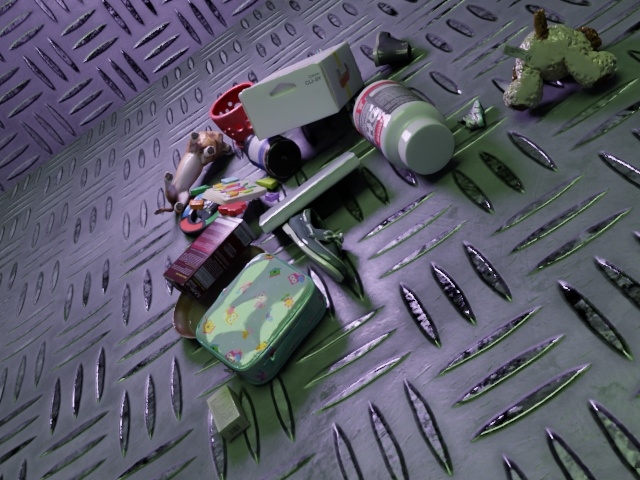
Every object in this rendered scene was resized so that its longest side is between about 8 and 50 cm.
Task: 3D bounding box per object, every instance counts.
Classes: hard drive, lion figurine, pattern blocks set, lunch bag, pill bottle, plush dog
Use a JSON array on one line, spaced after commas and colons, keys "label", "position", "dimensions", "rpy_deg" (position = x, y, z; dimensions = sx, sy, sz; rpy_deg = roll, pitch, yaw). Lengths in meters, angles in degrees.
[{"label": "hard drive", "position": [-0.033, -0.133, 1.868], "dimensions": [0.307, 0.040, 0.203], "rpy_deg": [-37, 9, 2]}, {"label": "lion figurine", "position": [-0.450, -0.229, 2.355], "dimensions": [0.392, 0.142, 0.240], "rpy_deg": [-55, 6, -13]}, {"label": "pattern blocks set", "position": [-0.256, -0.142, 2.044], "dimensions": [0.285, 0.026, 0.324], "rpy_deg": [-24, 26, -38]}, {"label": "lunch bag", "position": [-0.131, 0.182, 1.558], "dimensions": [0.224, 0.108, 0.279], "rpy_deg": [28, 72, 36]}, {"label": "pill bottle", "position": [-0.158, -0.277, 2.152], "dimensions": [0.123, 0.123, 0.219], "rpy_deg": [-44, 33, -9]}, {"label": "pill bottle", "position": [0.215, -0.287, 1.758], "dimensions": [0.176, 0.176, 0.318], "rpy_deg": [-36, 33, 2]}, {"label": "plush dog", "position": [0.553, -0.450, 1.654], "dimensions": [0.262, 0.211, 0.225], "rpy_deg": [-19, 11, 24]}]

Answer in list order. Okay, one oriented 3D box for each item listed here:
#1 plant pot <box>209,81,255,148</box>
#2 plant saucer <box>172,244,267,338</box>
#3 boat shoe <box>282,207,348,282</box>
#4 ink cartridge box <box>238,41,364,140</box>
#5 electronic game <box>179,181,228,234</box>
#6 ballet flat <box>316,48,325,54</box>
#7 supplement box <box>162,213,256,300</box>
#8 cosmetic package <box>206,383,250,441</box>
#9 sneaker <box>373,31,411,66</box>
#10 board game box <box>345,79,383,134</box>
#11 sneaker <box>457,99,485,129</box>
[{"label": "plant pot", "position": [-0.261, -0.425, 2.384], "dimensions": [0.191, 0.174, 0.191], "rpy_deg": [-26, 34, 19]}, {"label": "plant saucer", "position": [-0.250, 0.141, 1.796], "dimensions": [0.310, 0.050, 0.311], "rpy_deg": [-25, 36, 20]}, {"label": "boat shoe", "position": [0.000, 0.000, 1.670], "dimensions": [0.099, 0.116, 0.319], "rpy_deg": [-44, 28, -2]}, {"label": "ink cartridge box", "position": [-0.049, -0.466, 2.125], "dimensions": [0.279, 0.160, 0.385], "rpy_deg": [-17, 18, 22]}, {"label": "electronic game", "position": [-0.357, -0.105, 2.202], "dimensions": [0.229, 0.048, 0.229], "rpy_deg": [-25, 35, 19]}, {"label": "ballet flat", "position": [0.034, -0.618, 2.446], "dimensions": [0.079, 0.077, 0.222], "rpy_deg": [-13, 42, 4]}, {"label": "supplement box", "position": [-0.299, 0.041, 1.855], "dimensions": [0.239, 0.073, 0.130], "rpy_deg": [-48, 34, -18]}, {"label": "cosmetic package", "position": [-0.199, 0.369, 1.473], "dimensions": [0.060, 0.041, 0.115], "rpy_deg": [-39, 33, -1]}, {"label": "sneaker", "position": [0.244, -0.633, 2.265], "dimensions": [0.118, 0.083, 0.222], "rpy_deg": [-4, 35, 14]}, {"label": "board game box", "position": [0.153, -0.405, 2.081], "dimensions": [0.141, 0.048, 0.170], "rpy_deg": [-28, 33, 11]}, {"label": "sneaker", "position": [0.384, -0.319, 1.763], "dimensions": [0.069, 0.038, 0.098], "rpy_deg": [-20, 36, 25]}]
